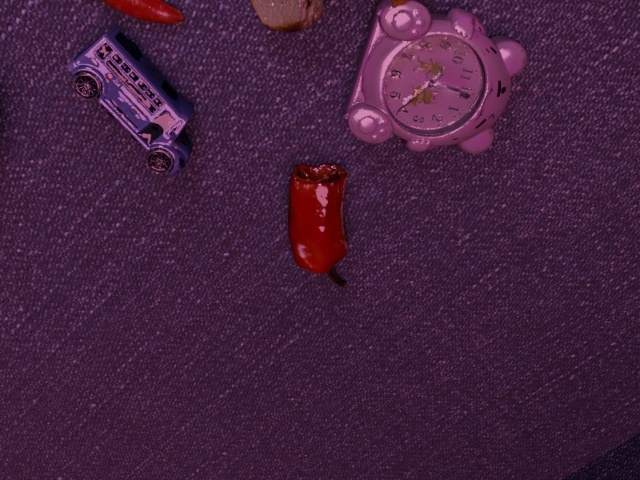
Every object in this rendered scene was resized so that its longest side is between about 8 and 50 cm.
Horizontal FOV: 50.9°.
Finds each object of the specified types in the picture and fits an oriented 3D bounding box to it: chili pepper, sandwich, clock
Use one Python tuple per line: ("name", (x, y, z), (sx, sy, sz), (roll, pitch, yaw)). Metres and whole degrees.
("chili pepper", (-0.383, -0.473, 1.258), (0.272, 0.063, 0.071), (29, 127, -22))
("chili pepper", (-0.005, 0.001, 1.517), (0.134, 0.131, 0.339), (2, 122, 6))
("sandwich", (-0.025, -0.496, 1.157), (0.099, 0.288, 0.254), (-36, 120, -34))
("clock", (0.230, -0.320, 1.357), (0.322, 0.113, 0.296), (12, 118, -12))

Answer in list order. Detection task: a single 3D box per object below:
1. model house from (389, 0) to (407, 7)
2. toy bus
("model house", (0.108, -0.549, 1.192), (0.219, 0.135, 0.207), (-63, 149, -1))
("toy bus", (-0.351, -0.273, 1.337), (0.133, 0.125, 0.292), (-35, 115, 15))
